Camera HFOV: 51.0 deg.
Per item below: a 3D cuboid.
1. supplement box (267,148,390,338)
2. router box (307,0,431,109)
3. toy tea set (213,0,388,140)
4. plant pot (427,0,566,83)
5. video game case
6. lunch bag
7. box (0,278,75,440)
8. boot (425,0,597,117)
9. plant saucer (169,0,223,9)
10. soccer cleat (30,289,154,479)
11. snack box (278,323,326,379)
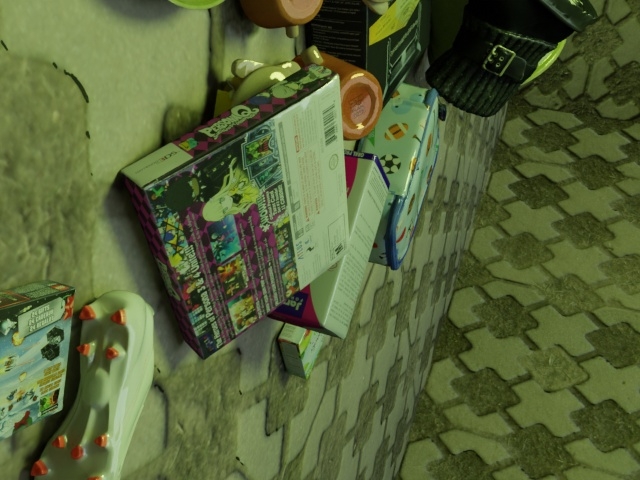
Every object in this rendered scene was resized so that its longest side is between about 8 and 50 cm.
[{"bbox_3d":[0.000,0.000,0.849,0.114,0.111,0.220,45,60,-69],"label":"supplement box"},{"bbox_3d":[0.076,-0.324,0.898,0.309,0.081,0.243,-57,153,-46],"label":"router box"},{"bbox_3d":[-0.018,-0.247,0.687,0.200,0.124,0.336,0,108,-41],"label":"toy tea set"},{"bbox_3d":[0.304,-0.462,1.250,0.254,0.276,0.276,52,53,-53],"label":"plant pot"},{"bbox_3d":[-0.061,-0.022,0.640,0.210,0.042,0.232,-37,143,-26],"label":"video game case"},{"bbox_3d":[0.134,-0.112,1.173,0.243,0.115,0.303,69,39,-63],"label":"lunch bag"},{"bbox_3d":[-0.211,0.082,0.413,0.137,0.027,0.094,-19,122,-69],"label":"box"},{"bbox_3d":[0.246,-0.362,1.096,0.260,0.348,0.131,-41,-148,39],"label":"boot"},{"bbox_3d":[-0.099,-0.291,0.475,0.241,0.037,0.241,13,90,-71],"label":"plant saucer"},{"bbox_3d":[-0.168,0.137,0.524,0.076,0.068,0.196,38,63,-73],"label":"soccer cleat"},{"bbox_3d":[-0.015,0.121,1.005,0.100,0.037,0.141,82,27,-50],"label":"snack box"}]
